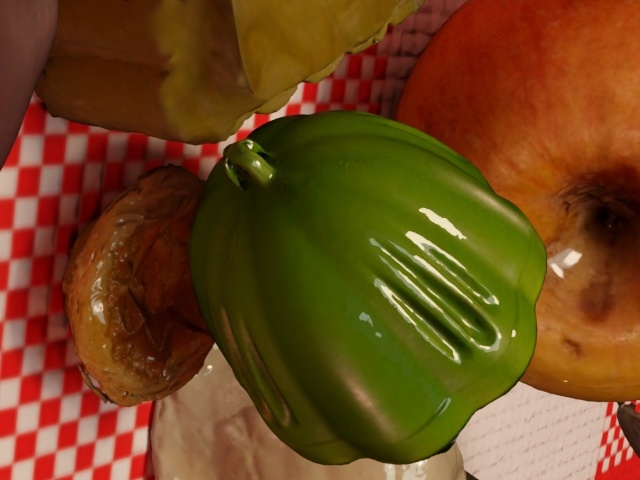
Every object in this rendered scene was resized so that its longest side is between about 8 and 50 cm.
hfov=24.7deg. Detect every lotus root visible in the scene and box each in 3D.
[{"bbox_3d":[0.000,0.000,0.726,0.186,0.186,0.186,-27,124,-50],"label":"lotus root"}]

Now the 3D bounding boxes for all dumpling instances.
[{"bbox_3d":[-0.013,0.133,0.879,0.179,0.131,0.252,-39,120,-13],"label":"dumpling"}]

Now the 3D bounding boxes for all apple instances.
[{"bbox_3d":[0.191,-0.051,0.965,0.275,0.299,0.299,-76,159,-53],"label":"apple"}]

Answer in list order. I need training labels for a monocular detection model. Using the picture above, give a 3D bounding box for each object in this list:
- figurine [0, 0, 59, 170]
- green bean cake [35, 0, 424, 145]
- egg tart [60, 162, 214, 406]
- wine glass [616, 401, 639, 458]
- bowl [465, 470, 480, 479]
[{"bbox_3d":[-0.194,-0.143,0.410,0.218,0.206,0.365,-36,130,-44],"label":"figurine"},{"bbox_3d":[-0.040,-0.187,0.704,0.233,0.124,0.236,-43,134,-41],"label":"green bean cake"},{"bbox_3d":[-0.093,0.024,0.770,0.130,0.052,0.130,-26,123,-51],"label":"egg tart"},{"bbox_3d":[0.154,0.281,0.960,0.323,0.238,0.238,-40,140,-4],"label":"wine glass"},{"bbox_3d":[0.119,0.292,1.144,0.211,0.112,0.211,-23,119,-50],"label":"bowl"}]
